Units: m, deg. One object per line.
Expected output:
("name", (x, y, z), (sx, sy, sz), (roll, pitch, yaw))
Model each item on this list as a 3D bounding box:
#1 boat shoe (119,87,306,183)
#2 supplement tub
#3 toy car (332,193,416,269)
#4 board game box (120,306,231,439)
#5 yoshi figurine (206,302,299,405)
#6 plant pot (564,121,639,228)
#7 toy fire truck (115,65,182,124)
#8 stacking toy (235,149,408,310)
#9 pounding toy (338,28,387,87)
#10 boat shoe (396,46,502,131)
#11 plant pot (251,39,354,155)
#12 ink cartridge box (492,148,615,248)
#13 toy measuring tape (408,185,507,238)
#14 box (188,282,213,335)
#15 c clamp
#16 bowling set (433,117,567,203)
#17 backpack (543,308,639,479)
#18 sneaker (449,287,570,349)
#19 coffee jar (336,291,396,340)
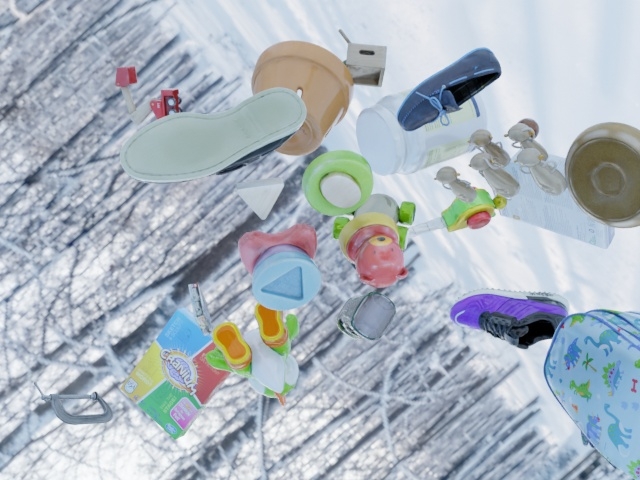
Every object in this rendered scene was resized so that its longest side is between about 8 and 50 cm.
("boat shoe", (-0.188, -0.170, 1.273), (0.127, 0.340, 0.113), (57, 157, 9))
("supplement tub", (0.291, -0.327, 2.078), (0.235, 0.325, 0.235), (46, 147, 42))
("toy car", (0.119, 0.006, 1.574), (0.155, 0.149, 0.188), (10, 138, 14))
("board game box", (-0.422, 0.399, 2.172), (0.242, 0.316, 0.064), (38, -172, 13))
("yoshi figurine", (-0.137, 0.241, 1.642), (0.204, 0.203, 0.362), (15, 155, 15))
("plant pot", (0.615, -0.131, 1.519), (0.236, 0.032, 0.236), (31, 134, 39))
("toy fire truck", (-0.380, -0.293, 1.608), (0.047, 0.135, 0.192), (-61, -29, -71))
("stacking toy", (0.000, 0.000, 1.311), (0.130, 0.309, 0.279), (-108, 2, -49))
("pounding toy", (0.114, -0.516, 2.039), (0.141, 0.100, 0.130), (6, 163, 1))
("boat shoe", (0.284, -0.329, 1.609), (0.109, 0.258, 0.089), (26, -149, -46))
("plant pot", (-0.070, -0.373, 1.985), (0.291, 0.291, 0.203), (48, -136, -35))
("ink cartridge box", (0.634, -0.126, 1.977), (0.330, 0.071, 0.324), (23, 162, 32))
("toy measuring tape", (0.364, -0.076, 1.988), (0.121, 0.330, 0.121), (165, 90, -83))
("box", (-0.311, 0.180, 1.872), (0.137, 0.027, 0.093), (85, 170, -63))
("c clamp", (-0.547, 0.363, 1.613), (0.161, 0.022, 0.137), (15, -159, -43))
("bowling set", (0.392, -0.200, 1.557), (0.287, 0.199, 0.154), (-7, 150, 43))
("backpack", (0.577, 0.265, 1.298), (0.274, 0.290, 0.355), (7, -154, -5))
("sneaker", (0.460, 0.200, 1.768), (0.146, 0.294, 0.102), (-69, -31, -49))
("coffee jar", (0.092, 0.161, 1.517), (0.079, 0.096, 0.184), (34, 168, -4))
